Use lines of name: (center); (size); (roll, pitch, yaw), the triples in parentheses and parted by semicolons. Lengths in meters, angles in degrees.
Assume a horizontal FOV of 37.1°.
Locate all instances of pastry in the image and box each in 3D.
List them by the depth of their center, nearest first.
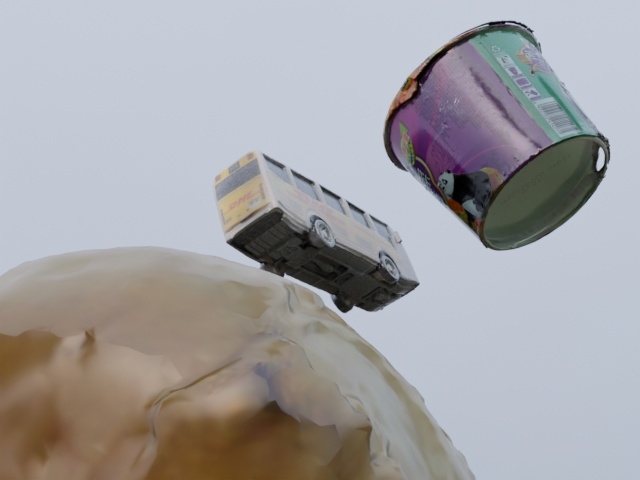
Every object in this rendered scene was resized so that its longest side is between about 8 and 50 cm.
pastry: (-0.081, 0.203, 0.454); (0.410, 0.409, 0.245); (-22, -14, 9)

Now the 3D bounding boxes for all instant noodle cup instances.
instant noodle cup: (0.231, -0.119, 1.204); (0.251, 0.190, 0.251); (-23, -35, -17)

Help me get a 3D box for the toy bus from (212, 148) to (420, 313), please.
toy bus: (0.000, 0.000, 1.269); (0.097, 0.138, 0.342); (-35, -34, 22)
